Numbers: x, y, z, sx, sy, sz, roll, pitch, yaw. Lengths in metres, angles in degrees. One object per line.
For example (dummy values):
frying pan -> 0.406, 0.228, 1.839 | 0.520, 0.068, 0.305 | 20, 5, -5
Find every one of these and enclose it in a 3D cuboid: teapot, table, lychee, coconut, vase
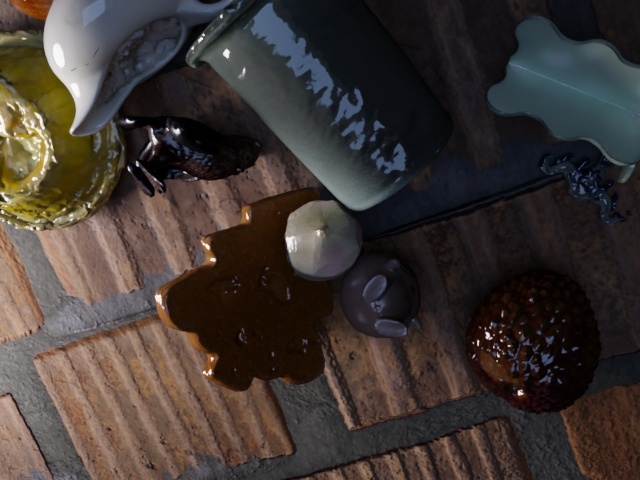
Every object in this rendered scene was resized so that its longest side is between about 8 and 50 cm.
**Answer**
teapot -> -0.231, -0.278, 0.889 | 0.299, 0.208, 0.166 | -31, 75, 9
table -> 0.316, -0.186, 0.854 | 0.198, 0.166, 0.167 | 25, 109, 10
lychee -> 0.289, 0.130, 0.940 | 0.188, 0.188, 0.188 | 3, 106, 9
coconut -> 0.000, 0.000, 0.917 | 0.110, 0.124, 0.110 | 0, 75, 0
vase -> 0.017, -0.197, 0.862 | 0.245, 0.245, 0.291 | -40, 101, 18

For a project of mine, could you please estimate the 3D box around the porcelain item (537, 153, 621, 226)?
porcelain item -> 0.367, -0.087, 0.937 | 0.136, 0.021, 0.075 | 39, 104, -3

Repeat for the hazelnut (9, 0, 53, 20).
hazelnut -> -0.348, -0.357, 0.919 | 0.143, 0.154, 0.143 | 1, 75, -5

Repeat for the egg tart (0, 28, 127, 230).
egg tart -> -0.437, -0.152, 1.013 | 0.314, 0.120, 0.315 | 3, 107, 9

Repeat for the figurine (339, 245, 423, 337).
figurine -> 0.087, 0.074, 0.974 | 0.125, 0.138, 0.125 | 1, 102, 6

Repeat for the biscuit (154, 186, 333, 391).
biscuit -> -0.073, 0.060, 0.975 | 0.283, 0.043, 0.307 | 34, 71, -30

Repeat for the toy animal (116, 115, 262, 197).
toy animal -> -0.175, -0.134, 0.957 | 0.179, 0.218, 0.116 | -18, 90, -27
